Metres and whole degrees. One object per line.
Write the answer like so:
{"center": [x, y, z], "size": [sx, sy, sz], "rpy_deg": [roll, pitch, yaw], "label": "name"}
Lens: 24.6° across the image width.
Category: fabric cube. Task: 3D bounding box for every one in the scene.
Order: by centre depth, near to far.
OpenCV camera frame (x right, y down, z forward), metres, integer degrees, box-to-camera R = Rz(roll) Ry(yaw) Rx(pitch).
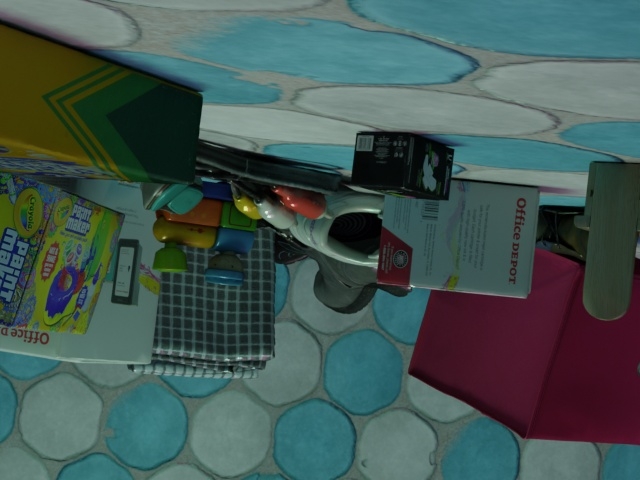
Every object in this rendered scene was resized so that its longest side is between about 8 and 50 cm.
{"center": [0.327, 0.125, 2.076], "size": [0.258, 0.254, 0.259], "rpy_deg": [10, -168, -40], "label": "fabric cube"}

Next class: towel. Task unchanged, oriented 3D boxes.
{"center": [-0.185, 0.066, 2.250], "size": [0.235, 0.283, 0.121], "rpy_deg": [8, 158, -26], "label": "towel"}

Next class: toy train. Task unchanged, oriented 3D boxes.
{"center": [-0.201, -0.022, 1.937], "size": [0.248, 0.143, 0.105], "rpy_deg": [8, 176, -27], "label": "toy train"}

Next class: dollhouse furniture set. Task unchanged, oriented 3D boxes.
{"center": [0.451, 0.037, 1.452], "size": [0.303, 0.173, 0.355], "rpy_deg": [5, 176, 30], "label": "dollhouse furniture set"}

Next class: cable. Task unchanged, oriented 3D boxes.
{"center": [-0.080, -0.061, 1.643], "size": [0.139, 0.072, 0.287], "rpy_deg": [0, 174, 30], "label": "cable"}

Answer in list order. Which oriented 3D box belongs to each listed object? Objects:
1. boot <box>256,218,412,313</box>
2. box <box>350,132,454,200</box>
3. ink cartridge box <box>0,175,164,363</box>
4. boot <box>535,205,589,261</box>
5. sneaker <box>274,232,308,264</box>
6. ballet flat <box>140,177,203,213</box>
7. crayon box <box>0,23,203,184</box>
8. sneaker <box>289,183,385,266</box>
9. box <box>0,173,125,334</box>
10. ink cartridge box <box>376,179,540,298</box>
{"center": [0.000, 0.000, 2.090], "size": [0.223, 0.118, 0.338], "rpy_deg": [26, 161, -14], "label": "boot"}
{"center": [0.077, -0.069, 1.366], "size": [0.062, 0.052, 0.083], "rpy_deg": [5, 175, 36], "label": "box"}
{"center": [-0.361, 0.033, 2.098], "size": [0.198, 0.270, 0.197], "rpy_deg": [5, 177, 35], "label": "ink cartridge box"}
{"center": [0.314, -0.002, 1.844], "size": [0.106, 0.082, 0.219], "rpy_deg": [3, 178, 12], "label": "boot"}
{"center": [-0.026, -0.020, 2.336], "size": [0.267, 0.101, 0.106], "rpy_deg": [6, 154, 42], "label": "sneaker"}
{"center": [-0.187, -0.071, 1.739], "size": [0.068, 0.072, 0.213], "rpy_deg": [50, 180, 5], "label": "ballet flat"}
{"center": [-0.260, -0.104, 1.112], "size": [0.203, 0.083, 0.323], "rpy_deg": [5, 176, 27], "label": "crayon box"}
{"center": [0.114, 0.005, 1.837], "size": [0.305, 0.114, 0.152], "rpy_deg": [7, -169, -15], "label": "sneaker"}
{"center": [-0.433, -0.010, 1.833], "size": [0.279, 0.177, 0.290], "rpy_deg": [17, 177, 10], "label": "box"}
{"center": [0.159, -0.004, 1.687], "size": [0.175, 0.127, 0.072], "rpy_deg": [6, 178, 6], "label": "ink cartridge box"}
